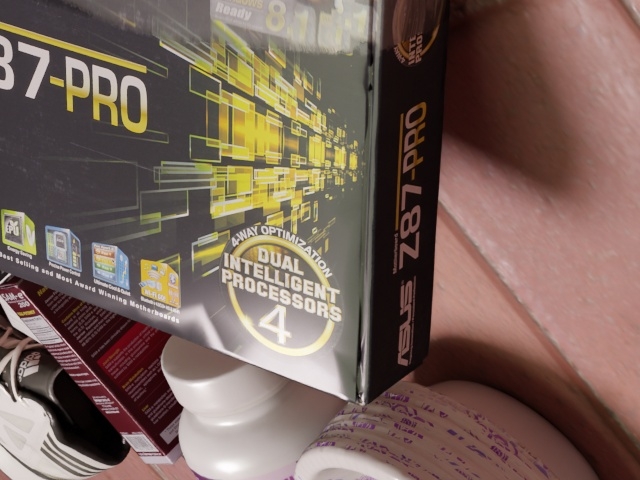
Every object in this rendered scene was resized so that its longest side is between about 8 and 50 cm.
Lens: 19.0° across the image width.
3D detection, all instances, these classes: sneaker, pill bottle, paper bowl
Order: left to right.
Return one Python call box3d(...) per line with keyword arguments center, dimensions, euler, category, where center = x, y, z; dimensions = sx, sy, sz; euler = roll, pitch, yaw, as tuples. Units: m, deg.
box3d(center=(-0.388, 0.113, 2.242), dimensions=(0.447, 0.169, 0.257), euler=(44, 148, -18), category="sneaker")
box3d(center=(-0.028, 0.200, 1.760), dimensions=(0.169, 0.169, 0.301), euler=(13, 138, 49), category="pill bottle")
box3d(center=(0.129, 0.230, 1.598), dimensions=(0.284, 0.148, 0.284), euler=(35, 154, 20), category="paper bowl")

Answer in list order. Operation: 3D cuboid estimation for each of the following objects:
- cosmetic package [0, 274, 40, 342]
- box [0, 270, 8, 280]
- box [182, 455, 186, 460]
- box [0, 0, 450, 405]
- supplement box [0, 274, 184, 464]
box3d(center=(-0.294, 0.014, 1.986), dimensions=(0.117, 0.085, 0.231), euler=(27, 148, 33), category="cosmetic package")
box3d(center=(-0.329, -0.064, 1.837), dimensions=(0.180, 0.147, 0.077), euler=(27, 151, 34), category="box")
box3d(center=(-0.021, 0.278, 2.009), dimensions=(0.270, 0.060, 0.216), euler=(49, 156, -10), category="box")
box3d(center=(-0.101, -0.094, 1.319), dimensions=(0.395, 0.097, 0.318), euler=(20, 120, 29), category="box")
box3d(center=(-0.192, 0.093, 1.897), dimensions=(0.239, 0.130, 0.073), euler=(52, 155, -14), category="supplement box")
